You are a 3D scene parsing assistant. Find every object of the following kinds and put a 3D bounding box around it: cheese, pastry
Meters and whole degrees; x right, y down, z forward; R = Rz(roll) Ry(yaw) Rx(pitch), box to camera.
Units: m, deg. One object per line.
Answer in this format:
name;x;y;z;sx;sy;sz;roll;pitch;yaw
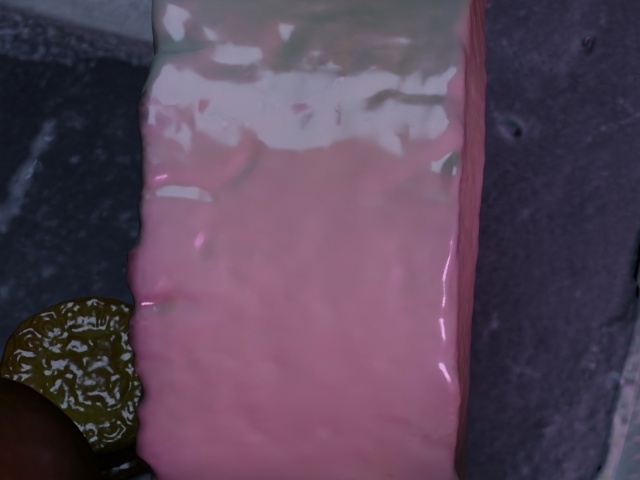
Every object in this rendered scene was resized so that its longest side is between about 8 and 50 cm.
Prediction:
cheese;0.003;-0.001;0.981;0.153;0.332;0.292;4;28;3
pastry;-0.121;0.078;1.068;0.109;0.057;0.097;-24;59;-15

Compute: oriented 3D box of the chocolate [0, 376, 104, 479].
chocolate;-0.177;0.152;0.956;0.176;0.177;0.177;0;54;0
